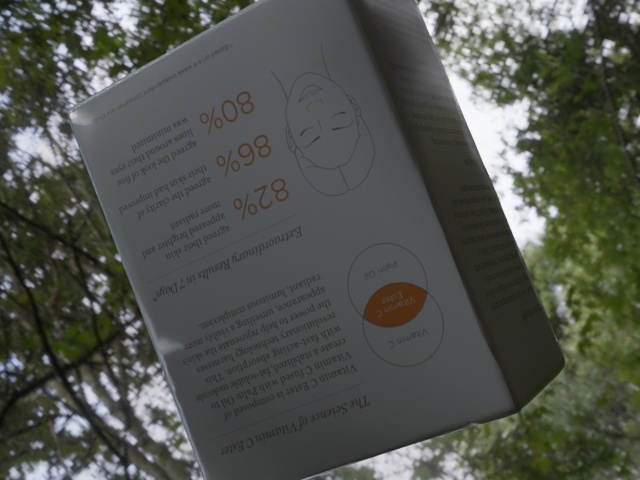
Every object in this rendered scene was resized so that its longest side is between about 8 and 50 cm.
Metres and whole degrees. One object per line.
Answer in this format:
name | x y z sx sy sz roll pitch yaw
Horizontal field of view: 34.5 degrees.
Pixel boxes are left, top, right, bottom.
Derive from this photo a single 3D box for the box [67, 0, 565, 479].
box | 0.000 0.000 0.413 0.091 0.130 0.170 -9 -103 -66
